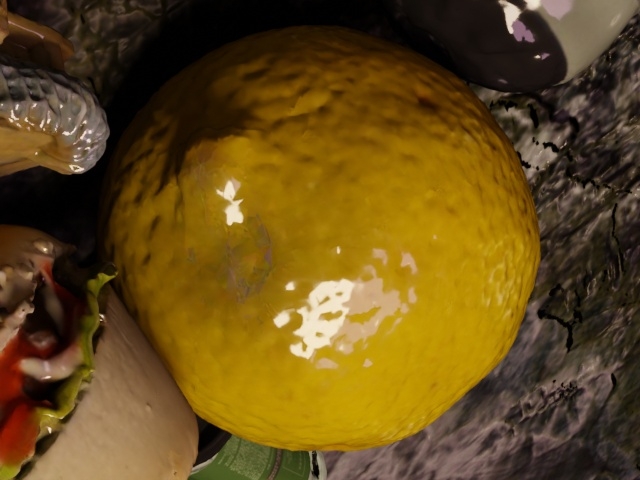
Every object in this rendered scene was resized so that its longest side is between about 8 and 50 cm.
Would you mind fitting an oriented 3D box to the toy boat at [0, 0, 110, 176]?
[{"bbox_3d":[-0.209,-0.104,0.766,0.121,0.089,0.321,-27,150,27],"label":"toy boat"}]

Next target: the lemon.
[{"bbox_3d":[-0.006,-0.001,0.987,0.253,0.228,0.228,9,117,-50],"label":"lemon"}]

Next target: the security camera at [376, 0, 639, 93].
[{"bbox_3d":[0.097,-0.195,0.956,0.191,0.197,0.277,-55,155,-12],"label":"security camera"}]

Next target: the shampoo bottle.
[{"bbox_3d":[-0.056,0.136,1.206,0.065,0.065,0.204,-50,144,4],"label":"shampoo bottle"}]

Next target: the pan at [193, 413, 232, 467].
[{"bbox_3d":[-0.056,0.057,1.113,0.235,0.028,0.136,-16,100,-41],"label":"pan"}]

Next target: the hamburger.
[{"bbox_3d":[-0.196,0.117,0.875,0.300,0.176,0.300,-43,-170,9],"label":"hamburger"}]
